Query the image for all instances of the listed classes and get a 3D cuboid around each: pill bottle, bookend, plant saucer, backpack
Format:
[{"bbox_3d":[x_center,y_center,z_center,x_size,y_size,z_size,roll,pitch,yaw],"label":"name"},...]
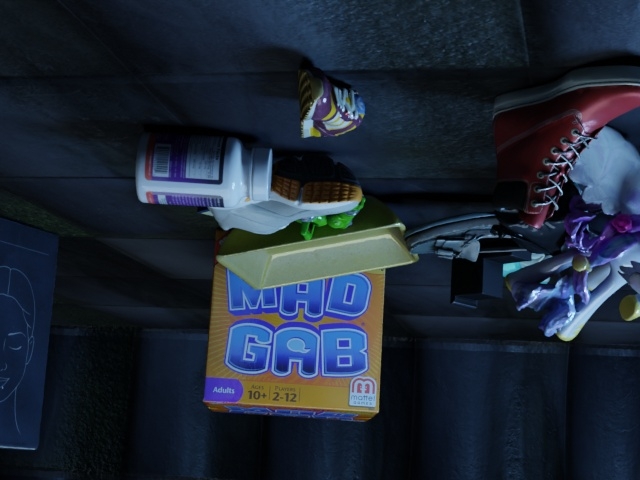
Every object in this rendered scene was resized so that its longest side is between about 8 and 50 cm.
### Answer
[{"bbox_3d":[-0.171,-0.104,1.738,0.193,0.108,0.108,4,168,1],"label":"pill bottle"},{"bbox_3d":[0.322,0.039,2.147,0.072,0.156,0.157,15,163,-41],"label":"bookend"},{"bbox_3d":[0.000,0.000,2.142,0.333,0.081,0.333,-10,167,8],"label":"plant saucer"},{"bbox_3d":[0.365,-0.039,1.858,0.152,0.115,0.182,2,166,25],"label":"backpack"}]

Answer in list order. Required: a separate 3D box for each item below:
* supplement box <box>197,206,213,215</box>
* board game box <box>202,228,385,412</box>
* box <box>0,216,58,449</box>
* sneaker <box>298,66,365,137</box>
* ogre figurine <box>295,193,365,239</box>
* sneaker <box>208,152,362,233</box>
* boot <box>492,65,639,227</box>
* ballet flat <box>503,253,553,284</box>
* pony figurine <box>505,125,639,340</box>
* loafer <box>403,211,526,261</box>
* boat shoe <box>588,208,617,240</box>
[{"bbox_3d":[-0.154,-0.072,2.007,0.083,0.056,0.083,13,165,-37],"label":"supplement box"},{"bbox_3d":[-0.055,0.195,2.519,0.356,0.356,0.356,4,168,-1],"label":"board game box"},{"bbox_3d":[-0.809,0.173,2.375,0.297,0.472,0.480,-1,167,28],"label":"box"},{"bbox_3d":[0.015,-0.175,1.465,0.084,0.069,0.185,-4,175,-3],"label":"sneaker"},{"bbox_3d":[-0.023,-0.061,1.933,0.197,0.097,0.118,-8,156,3],"label":"ogre figurine"},{"bbox_3d":[-0.057,-0.063,1.832,0.262,0.099,0.121,2,145,18],"label":"sneaker"},{"bbox_3d":[0.304,-0.107,1.407,0.088,0.176,0.244,14,163,-34],"label":"boot"},{"bbox_3d":[0.425,0.050,2.366,0.087,0.083,0.247,-21,158,31],"label":"ballet flat"},{"bbox_3d":[0.436,0.009,1.622,0.351,0.303,0.363,-1,153,-39],"label":"pony figurine"},{"bbox_3d":[0.278,-0.004,1.993,0.267,0.084,0.096,-12,165,1],"label":"loafer"},{"bbox_3d":[0.550,-0.041,1.834,0.340,0.127,0.158,7,139,39],"label":"boat shoe"}]
